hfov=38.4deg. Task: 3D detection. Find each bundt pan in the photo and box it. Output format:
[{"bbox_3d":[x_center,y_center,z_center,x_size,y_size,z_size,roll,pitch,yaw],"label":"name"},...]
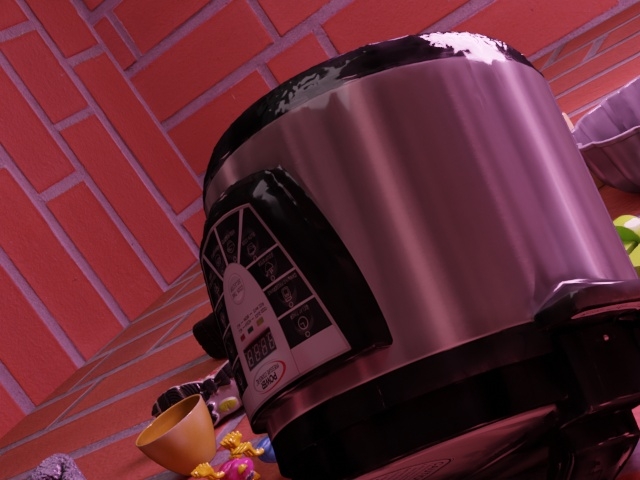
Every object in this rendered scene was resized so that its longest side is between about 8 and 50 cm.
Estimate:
[{"bbox_3d":[0.554,-0.185,1.423,0.330,0.124,0.331,-32,10,6],"label":"bundt pan"}]

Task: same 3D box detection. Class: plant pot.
[{"bbox_3d":[-0.229,0.338,1.547,0.134,0.095,0.134,-34,10,7],"label":"plant pot"}]

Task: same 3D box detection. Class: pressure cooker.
[{"bbox_3d":[0.110,0.070,0.842,0.375,0.421,0.370,-23,-20,11],"label":"pressure cooker"}]

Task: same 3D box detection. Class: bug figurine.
[{"bbox_3d":[-0.144,0.355,1.258,0.279,0.072,0.216,-44,7,-25],"label":"bug figurine"}]

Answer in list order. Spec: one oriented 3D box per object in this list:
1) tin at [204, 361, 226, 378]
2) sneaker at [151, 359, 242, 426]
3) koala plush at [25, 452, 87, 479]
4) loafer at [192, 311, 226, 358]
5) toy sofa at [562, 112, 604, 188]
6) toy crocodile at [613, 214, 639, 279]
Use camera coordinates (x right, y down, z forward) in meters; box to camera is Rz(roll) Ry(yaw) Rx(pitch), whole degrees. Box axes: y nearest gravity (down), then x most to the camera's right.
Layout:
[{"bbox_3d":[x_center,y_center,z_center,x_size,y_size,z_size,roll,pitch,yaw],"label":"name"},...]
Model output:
[{"bbox_3d":[-0.168,0.264,1.889,0.189,0.040,0.106,-35,14,-1],"label":"tin"},{"bbox_3d":[-0.187,0.291,1.721,0.279,0.107,0.118,-28,-7,18],"label":"sneaker"},{"bbox_3d":[-0.392,0.452,1.291,0.221,0.196,0.203,-34,19,-20],"label":"koala plush"},{"bbox_3d":[-0.167,0.167,2.058,0.130,0.134,0.366,-41,12,-32],"label":"loafer"},{"bbox_3d":[0.346,-0.120,1.712,0.177,0.150,0.362,-34,10,-8],"label":"toy sofa"},{"bbox_3d":[0.384,0.038,1.016,0.115,0.105,0.340,-39,15,-26],"label":"toy crocodile"}]
